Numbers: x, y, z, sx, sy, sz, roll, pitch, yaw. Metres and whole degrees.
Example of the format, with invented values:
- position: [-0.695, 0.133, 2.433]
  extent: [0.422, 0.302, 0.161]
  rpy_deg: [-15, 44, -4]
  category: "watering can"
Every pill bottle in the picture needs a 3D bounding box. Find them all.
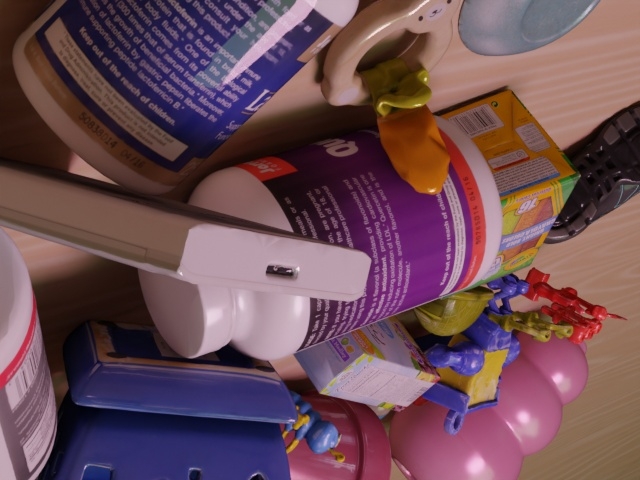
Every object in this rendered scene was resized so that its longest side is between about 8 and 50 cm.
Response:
- position: [0.000, 0.000, 1.215]
  extent: [0.323, 0.181, 0.181]
  rpy_deg: [-18, 149, -30]
  category: "pill bottle"
- position: [-0.310, 0.123, 1.065]
  extent: [0.176, 0.176, 0.318]
  rpy_deg: [-25, 152, -20]
  category: "pill bottle"
- position: [-0.070, -0.168, 0.885]
  extent: [0.265, 0.153, 0.153]
  rpy_deg: [-42, 153, 15]
  category: "pill bottle"

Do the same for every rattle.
- position: [0.090, -0.159, 1.113]
  extent: [0.130, 0.142, 0.199]
  rpy_deg: [10, 138, -31]
  category: "rattle"

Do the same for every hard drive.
- position: [-0.145, -0.017, 0.914]
  extent: [0.203, 0.307, 0.040]
  rpy_deg: [11, 93, -56]
  category: "hard drive"

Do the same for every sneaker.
- position: [0.348, -0.084, 1.610]
  extent: [0.267, 0.101, 0.106]
  rpy_deg: [-30, 175, -12]
  category: "sneaker"

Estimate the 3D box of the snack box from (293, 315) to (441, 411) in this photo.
- position: [0.023, 0.090, 1.399]
  extent: [0.070, 0.174, 0.207]
  rpy_deg: [-43, 153, 14]
  category: "snack box"

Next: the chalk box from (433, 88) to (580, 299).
- position: [0.161, -0.033, 1.403]
  extent: [0.132, 0.132, 0.213]
  rpy_deg: [-21, 151, -25]
  category: "chalk box"

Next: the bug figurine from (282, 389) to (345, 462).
- position: [-0.083, 0.224, 1.456]
  extent: [0.072, 0.216, 0.279]
  rpy_deg: [-32, 158, -43]
  category: "bug figurine"

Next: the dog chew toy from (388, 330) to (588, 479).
- position: [0.263, 0.252, 1.941]
  extent: [0.332, 0.206, 0.206]
  rpy_deg: [-39, 155, -10]
  category: "dog chew toy"

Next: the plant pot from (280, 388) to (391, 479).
- position: [-0.042, 0.276, 1.637]
  extent: [0.180, 0.201, 0.201]
  rpy_deg: [22, 120, -42]
  category: "plant pot"

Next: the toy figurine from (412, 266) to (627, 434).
- position: [0.206, 0.156, 1.594]
  extent: [0.362, 0.191, 0.217]
  rpy_deg: [-2, 118, -62]
  category: "toy figurine"

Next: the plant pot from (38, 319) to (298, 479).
- position: [-0.146, 0.199, 1.231]
  extent: [0.236, 0.236, 0.212]
  rpy_deg: [6, 98, -14]
  category: "plant pot"

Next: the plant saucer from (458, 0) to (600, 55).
- position: [0.222, -0.238, 1.241]
  extent: [0.195, 0.037, 0.195]
  rpy_deg: [-28, 153, -16]
  category: "plant saucer"

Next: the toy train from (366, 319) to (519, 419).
- position: [0.167, 0.172, 1.802]
  extent: [0.248, 0.105, 0.143]
  rpy_deg: [-14, 158, -36]
  category: "toy train"
